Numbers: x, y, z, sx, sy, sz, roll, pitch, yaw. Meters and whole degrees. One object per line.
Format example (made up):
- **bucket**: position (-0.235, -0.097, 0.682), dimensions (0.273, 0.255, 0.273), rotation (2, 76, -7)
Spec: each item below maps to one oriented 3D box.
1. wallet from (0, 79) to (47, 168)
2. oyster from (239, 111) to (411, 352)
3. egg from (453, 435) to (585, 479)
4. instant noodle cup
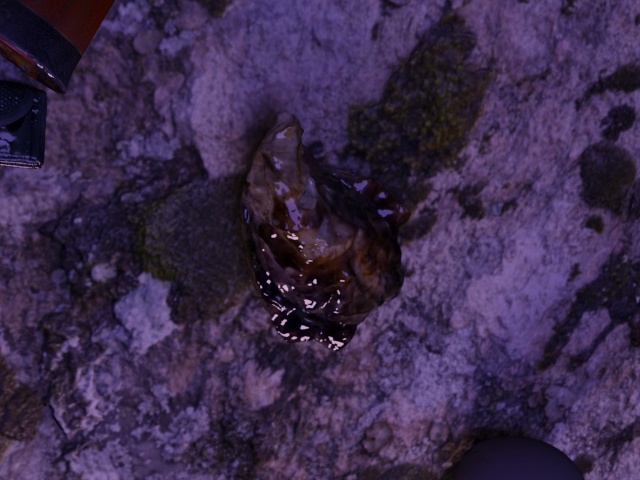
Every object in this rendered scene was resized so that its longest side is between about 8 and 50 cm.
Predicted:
- **wallet**: position (-0.341, -0.121, 1.264), dimensions (0.129, 0.026, 0.088), rotation (4, 82, -25)
- **oyster**: position (0.007, 0.004, 1.450), dimensions (0.271, 0.100, 0.275), rotation (8, 101, -43)
- **egg**: position (0.267, 0.333, 1.663), dimensions (0.198, 0.146, 0.146), rotation (28, 95, -24)
- **instant noodle cup**: position (-0.262, -0.233, 1.230), dimensions (0.127, 0.127, 0.136), rotation (40, 81, -31)
